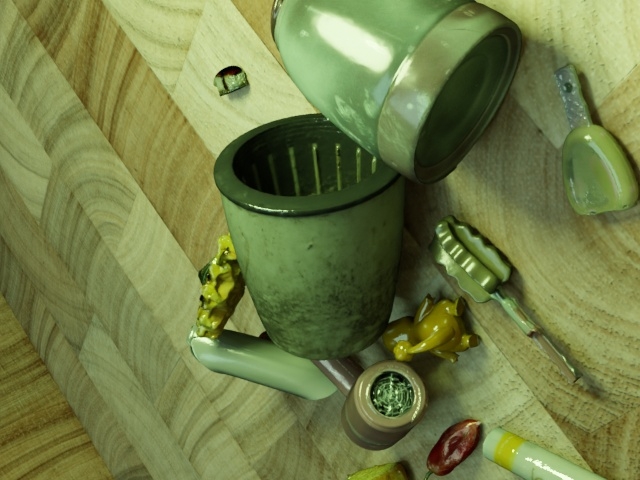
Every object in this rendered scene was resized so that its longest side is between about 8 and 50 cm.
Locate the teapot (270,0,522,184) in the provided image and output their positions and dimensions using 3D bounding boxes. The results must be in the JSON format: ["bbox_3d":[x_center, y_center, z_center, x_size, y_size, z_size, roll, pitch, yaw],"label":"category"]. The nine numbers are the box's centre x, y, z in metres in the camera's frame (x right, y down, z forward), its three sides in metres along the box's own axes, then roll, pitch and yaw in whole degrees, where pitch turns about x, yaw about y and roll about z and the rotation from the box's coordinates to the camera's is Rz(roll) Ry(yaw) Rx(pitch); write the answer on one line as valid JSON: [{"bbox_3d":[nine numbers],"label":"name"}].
[{"bbox_3d":[0.080,-0.233,1.189,0.312,0.233,0.315,37,166,23],"label":"teapot"}]

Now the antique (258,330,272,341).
[{"bbox_3d":[-0.089,0.228,1.802,0.104,0.104,0.104,30,132,39],"label":"antique"}]

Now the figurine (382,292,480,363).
[{"bbox_3d":[0.158,0.159,1.422,0.176,0.122,0.121,-18,99,54],"label":"figurine"}]

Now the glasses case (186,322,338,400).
[{"bbox_3d":[-0.103,0.236,1.689,0.308,0.128,0.083,16,88,7],"label":"glasses case"}]

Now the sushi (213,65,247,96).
[{"bbox_3d":[-0.173,-0.297,1.627,0.083,0.044,0.046,-9,105,52],"label":"sushi"}]

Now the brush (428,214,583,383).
[{"bbox_3d":[0.273,0.087,1.283,0.301,0.071,0.084,48,153,21],"label":"brush"}]

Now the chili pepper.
[{"bbox_3d":[0.227,0.363,1.524,0.059,0.050,0.191,51,131,23],"label":"chili pepper"}]

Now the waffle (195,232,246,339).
[{"bbox_3d":[-0.147,0.027,1.611,0.062,0.329,0.329,25,136,3],"label":"waffle"}]

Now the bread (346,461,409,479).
[{"bbox_3d":[0.096,0.484,1.721,0.187,0.103,0.065,-29,90,50],"label":"bread"}]

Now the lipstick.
[{"bbox_3d":[0.369,0.362,1.335,0.264,0.059,0.059,21,126,45],"label":"lipstick"}]

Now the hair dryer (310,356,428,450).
[{"bbox_3d":[0.024,0.210,1.531,0.352,0.125,0.210,42,161,11],"label":"hair dryer"}]

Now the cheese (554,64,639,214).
[{"bbox_3d":[0.332,-0.125,1.098,0.097,0.037,0.192,-10,102,52],"label":"cheese"}]

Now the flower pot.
[{"bbox_3d":[0.000,0.000,1.408,0.293,0.293,0.330,29,140,39],"label":"flower pot"}]

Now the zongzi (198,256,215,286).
[{"bbox_3d":[-0.243,0.061,1.934,0.119,0.055,0.109,46,140,41],"label":"zongzi"}]
